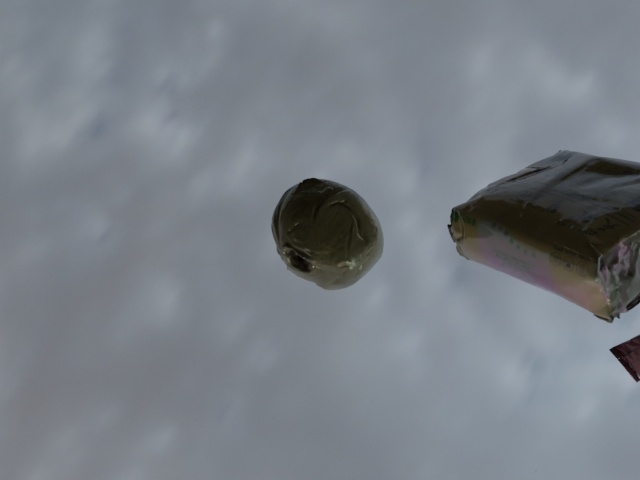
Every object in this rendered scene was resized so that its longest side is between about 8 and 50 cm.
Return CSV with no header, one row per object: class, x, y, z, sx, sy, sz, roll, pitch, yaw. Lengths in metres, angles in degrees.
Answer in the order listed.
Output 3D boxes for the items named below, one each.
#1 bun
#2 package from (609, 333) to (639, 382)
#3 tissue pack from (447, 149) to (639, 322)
bun,0.000,0.000,0.933,0.173,0.166,0.113,36,-129,7
package,0.449,0.152,0.868,0.083,0.029,0.059,-46,-111,34
tissue pack,0.314,-0.024,0.764,0.215,0.122,0.257,-28,-159,-15
